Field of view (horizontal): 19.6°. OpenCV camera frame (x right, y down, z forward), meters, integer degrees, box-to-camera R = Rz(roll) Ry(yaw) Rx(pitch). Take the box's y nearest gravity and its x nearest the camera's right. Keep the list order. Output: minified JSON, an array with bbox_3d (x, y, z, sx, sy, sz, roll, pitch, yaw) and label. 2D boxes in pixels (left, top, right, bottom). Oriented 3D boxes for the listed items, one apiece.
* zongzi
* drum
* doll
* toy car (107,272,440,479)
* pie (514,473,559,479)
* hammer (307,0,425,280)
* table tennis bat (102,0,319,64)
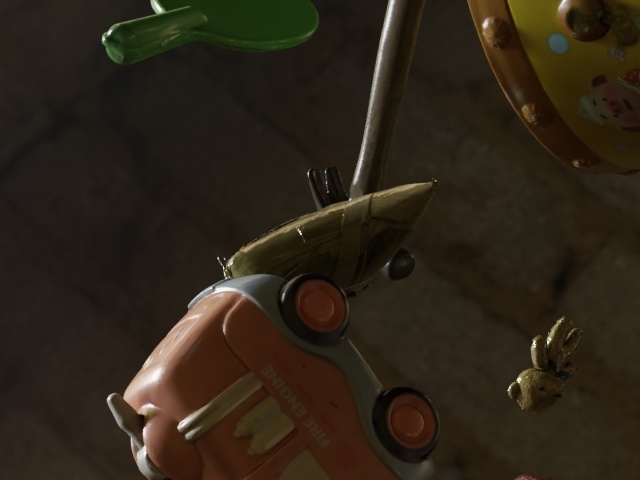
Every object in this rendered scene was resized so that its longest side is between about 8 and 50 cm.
[{"bbox_3d":[0.000,0.000,1.709,0.178,0.189,0.081,-44,65,48],"label":"zongzi"},{"bbox_3d":[0.310,-0.271,1.617,0.214,0.431,0.431,-9,142,35],"label":"drum"},{"bbox_3d":[0.215,0.118,1.759,0.051,0.093,0.061,-17,133,42],"label":"doll"},{"bbox_3d":[-0.047,0.173,1.589,0.270,0.212,0.180,52,146,-1],"label":"toy car"},{"bbox_3d":[0.206,0.318,1.694,0.054,0.204,0.218,0,-172,-13],"label":"pie"},{"bbox_3d":[0.081,-0.180,1.985,0.044,0.440,0.168,-10,-145,-37],"label":"hammer"},{"bbox_3d":[-0.110,-0.212,1.767,0.160,0.039,0.257,31,-146,26],"label":"table tennis bat"}]
